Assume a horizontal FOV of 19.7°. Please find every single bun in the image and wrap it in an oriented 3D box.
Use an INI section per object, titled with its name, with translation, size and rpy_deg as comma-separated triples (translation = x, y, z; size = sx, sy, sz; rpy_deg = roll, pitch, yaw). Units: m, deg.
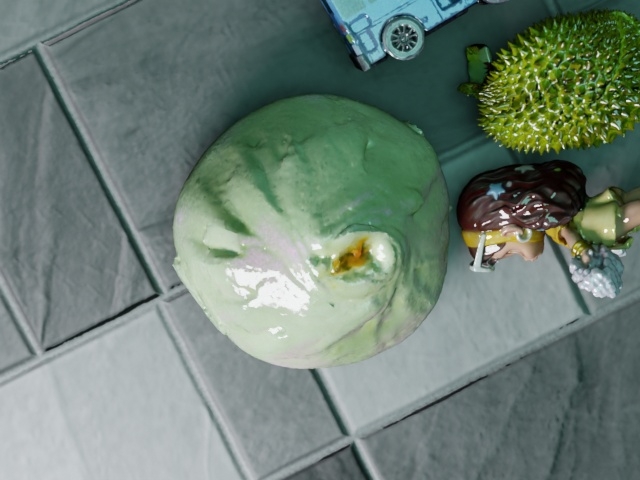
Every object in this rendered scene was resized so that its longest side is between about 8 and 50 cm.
[bun]
translation = 0.000, 0.000, 1.851
size = 0.293, 0.187, 0.293
rpy_deg = -1, 99, -4

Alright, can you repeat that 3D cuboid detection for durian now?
[durian]
translation = 0.249, -0.156, 1.870
size = 0.198, 0.159, 0.146
rpy_deg = -21, 94, -3

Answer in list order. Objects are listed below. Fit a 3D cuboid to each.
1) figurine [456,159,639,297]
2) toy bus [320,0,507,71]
[figurine]
translation = 0.258, -0.023, 1.889
size = 0.240, 0.175, 0.116
rpy_deg = 4, 110, 15
[toy bus]
translation = 0.114, -0.277, 1.861
size = 0.234, 0.116, 0.134
rpy_deg = -31, 97, 0
